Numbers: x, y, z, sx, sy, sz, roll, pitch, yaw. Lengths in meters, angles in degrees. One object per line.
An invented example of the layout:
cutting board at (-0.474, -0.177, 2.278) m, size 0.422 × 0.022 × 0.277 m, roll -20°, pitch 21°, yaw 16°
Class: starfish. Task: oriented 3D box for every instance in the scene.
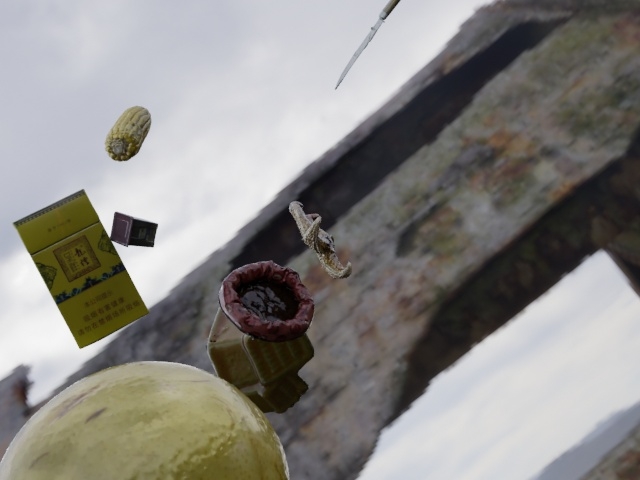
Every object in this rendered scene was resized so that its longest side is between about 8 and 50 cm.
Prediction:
starfish at (-0.001, 0.002, 2.299) m, size 0.071 × 0.238 × 0.216 m, roll -41°, pitch -37°, yaw 1°

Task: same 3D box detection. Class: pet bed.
pet bed at (-0.102, 0.118, 2.144) m, size 0.201 × 0.201 × 0.053 m, roll -21°, pitch -34°, yaw -40°

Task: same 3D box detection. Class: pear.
pear at (-0.209, 0.312, 1.338) m, size 0.348 × 0.348 × 0.348 m, roll -33°, pitch -18°, yaw -12°

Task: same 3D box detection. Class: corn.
corn at (-0.368, -0.209, 2.146) m, size 0.072 × 0.072 × 0.203 m, roll -43°, pitch 16°, yaw 19°

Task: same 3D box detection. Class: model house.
model house at (-0.113, 0.254, 2.511) m, size 0.239 × 0.268 × 0.173 m, roll -16°, pitch 16°, yaw 30°

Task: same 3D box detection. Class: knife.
knife at (0.111, -0.409, 2.097) m, size 0.298 × 0.017 × 0.047 m, roll -52°, pitch 23°, yaw 8°

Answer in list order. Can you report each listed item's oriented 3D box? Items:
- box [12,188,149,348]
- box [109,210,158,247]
box at (-0.465, 0.056, 2.167) m, size 0.153 × 0.279 × 0.041 m, roll -28°, pitch 1°, yaw -12°
box at (-0.354, -0.019, 2.117) m, size 0.063 × 0.084 × 0.060 m, roll 7°, pitch -86°, yaw -35°
